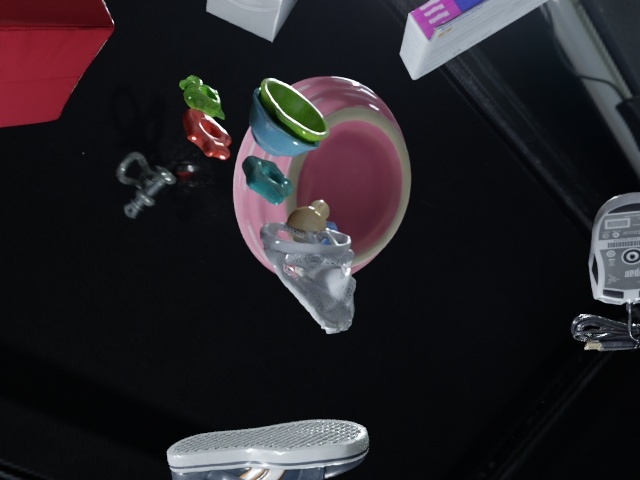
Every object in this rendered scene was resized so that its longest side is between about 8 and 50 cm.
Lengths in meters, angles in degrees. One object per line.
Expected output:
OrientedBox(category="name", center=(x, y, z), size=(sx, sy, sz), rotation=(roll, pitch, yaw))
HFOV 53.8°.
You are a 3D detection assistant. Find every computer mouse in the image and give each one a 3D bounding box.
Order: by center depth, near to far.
OrientedBox(category="computer mouse", center=(0.298, 0.029, 0.607), size=(0.106, 0.042, 0.193), rotation=(-4, -56, 16))

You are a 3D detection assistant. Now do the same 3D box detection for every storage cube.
OrientedBox(category="storage cube", center=(-0.346, -0.225, 0.600), size=(0.193, 0.183, 0.215), rotation=(-20, -98, -45))

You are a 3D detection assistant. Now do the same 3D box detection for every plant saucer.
OrientedBox(category="plant saucer", center=(0.026, -0.086, 0.991), size=(0.332, 0.084, 0.332), rotation=(-11, -71, -35))

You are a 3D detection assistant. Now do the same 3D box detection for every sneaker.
OrientedBox(category="sneaker", center=(-0.071, 0.350, 0.945), size=(0.321, 0.126, 0.127), rotation=(-12, -89, 21))

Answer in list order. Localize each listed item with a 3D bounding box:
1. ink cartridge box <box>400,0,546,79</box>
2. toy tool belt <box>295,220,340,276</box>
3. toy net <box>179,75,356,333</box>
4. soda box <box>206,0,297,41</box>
OrientedBox(category="ink cartridge box", center=(0.285, -0.392, 0.985), size=(0.324, 0.330, 0.071), rotation=(-30, -91, 4))
OrientedBox(category="toy tool belt", center=(0.000, 0.000, 0.656), size=(0.052, 0.083, 0.051), rotation=(8, -47, 1))
OrientedBox(category="toy net", center=(-0.027, -0.043, 0.440), size=(0.122, 0.232, 0.045), rotation=(23, -58, -41))
OrientedBox(category="soda box", center=(-0.047, -0.351, 0.648), size=(0.091, 0.286, 0.098), rotation=(25, -120, -2))
